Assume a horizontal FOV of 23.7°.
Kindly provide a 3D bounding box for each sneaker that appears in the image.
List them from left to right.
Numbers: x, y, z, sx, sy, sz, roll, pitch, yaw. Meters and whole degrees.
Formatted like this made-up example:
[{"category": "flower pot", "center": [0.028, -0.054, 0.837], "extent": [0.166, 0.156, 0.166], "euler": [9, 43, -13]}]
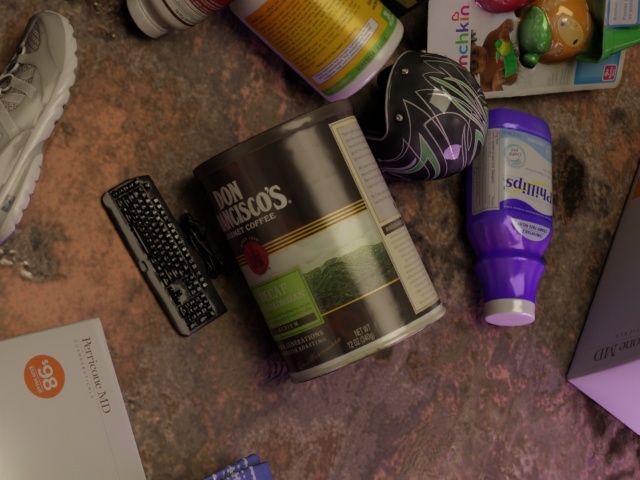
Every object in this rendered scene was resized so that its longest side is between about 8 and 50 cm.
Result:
[{"category": "sneaker", "center": [-0.343, -0.140, 1.642], "extent": [0.115, 0.105, 0.281], "euler": [23, 60, -20]}]

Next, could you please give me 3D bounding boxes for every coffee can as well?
[{"category": "coffee can", "center": [0.000, 0.000, 1.773], "extent": [0.201, 0.201, 0.275], "euler": [-26, 91, -37]}]

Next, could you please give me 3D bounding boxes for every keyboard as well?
[{"category": "keyboard", "center": [-0.166, 0.007, 1.760], "extent": [0.100, 0.038, 0.192], "euler": [-34, 97, -37]}]

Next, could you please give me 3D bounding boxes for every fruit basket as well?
[{"category": "fruit basket", "center": [0.298, -0.356, 2.066], "extent": [0.353, 0.165, 0.327], "euler": [-8, 107, -37]}]

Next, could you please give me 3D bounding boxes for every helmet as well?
[{"category": "helmet", "center": [0.133, -0.158, 1.938], "extent": [0.169, 0.161, 0.169], "euler": [11, 69, -32]}]

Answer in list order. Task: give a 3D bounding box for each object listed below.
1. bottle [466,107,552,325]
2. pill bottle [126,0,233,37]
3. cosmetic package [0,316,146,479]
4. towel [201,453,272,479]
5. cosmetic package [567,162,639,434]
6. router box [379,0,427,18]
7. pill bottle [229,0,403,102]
[{"category": "bottle", "center": [0.251, -0.030, 2.023], "extent": [0.118, 0.092, 0.283], "euler": [15, 68, -32]}, {"category": "pill bottle", "center": [-0.150, -0.302, 1.787], "extent": [0.086, 0.152, 0.086], "euler": [46, 28, -34]}, {"category": "cosmetic package", "center": [-0.311, 0.292, 1.538], "extent": [0.284, 0.097, 0.377], "euler": [-13, 83, -39]}, {"category": "towel", "center": [-0.117, 0.374, 1.600], "extent": [0.336, 0.040, 0.243], "euler": [-12, 84, -63]}, {"category": "cosmetic package", "center": [0.530, 0.027, 2.116], "extent": [0.161, 0.230, 0.453], "euler": [36, 58, -20]}, {"category": "router box", "center": [0.025, -0.413, 1.894], "extent": [0.309, 0.243, 0.081], "euler": [42, 57, -18]}, {"category": "pill bottle", "center": [-0.027, -0.299, 1.887], "extent": [0.245, 0.136, 0.136], "euler": [42, 57, -17]}]
